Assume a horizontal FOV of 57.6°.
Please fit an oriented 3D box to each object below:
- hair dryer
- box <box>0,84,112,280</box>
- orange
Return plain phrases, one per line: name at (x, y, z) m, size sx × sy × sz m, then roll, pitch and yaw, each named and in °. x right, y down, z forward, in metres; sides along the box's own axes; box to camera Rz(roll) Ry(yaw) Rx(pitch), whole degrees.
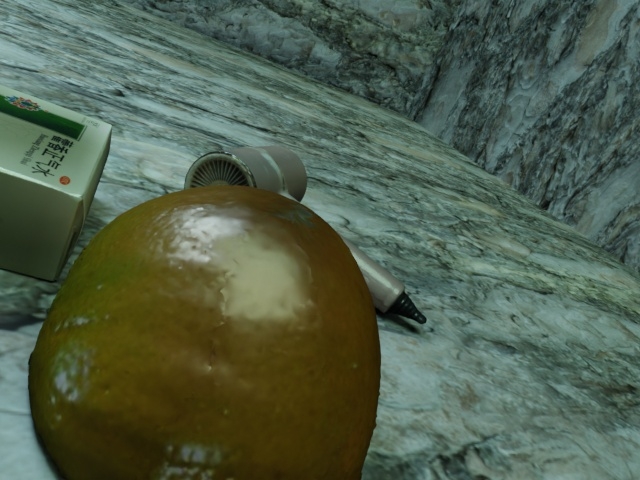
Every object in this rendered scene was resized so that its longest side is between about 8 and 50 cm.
hair dryer at (0.000, 0.000, 0.772) m, size 0.344 × 0.107 × 0.189 m, roll 39°, pitch 20°, yaw 9°
box at (-0.301, -0.069, 0.552) m, size 0.168 × 0.095 × 0.212 m, roll 20°, pitch 21°, yaw -22°
orange at (-0.077, 0.079, 0.460) m, size 0.274 × 0.274 × 0.310 m, roll 21°, pitch 52°, yaw -14°
